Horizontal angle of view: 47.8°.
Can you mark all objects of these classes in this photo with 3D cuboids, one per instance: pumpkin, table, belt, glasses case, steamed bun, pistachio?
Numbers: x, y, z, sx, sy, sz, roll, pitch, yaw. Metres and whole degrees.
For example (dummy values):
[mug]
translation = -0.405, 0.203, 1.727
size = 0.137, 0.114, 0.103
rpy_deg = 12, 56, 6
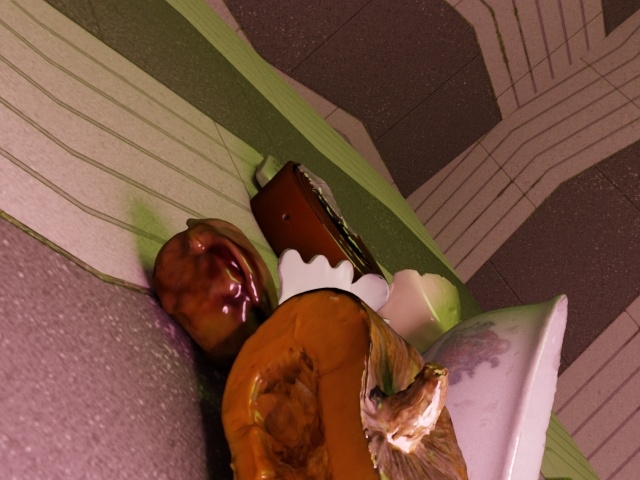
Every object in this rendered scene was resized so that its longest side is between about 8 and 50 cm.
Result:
[pumpkin]
translation = 0.053, 0.208, 0.675
size = 0.232, 0.242, 0.325
rpy_deg = 35, 33, -33
[table]
translation = -0.010, 0.101, 1.020
size = 0.198, 0.166, 0.167
rpy_deg = 13, 39, -58
[belt]
translation = 0.000, 0.000, 1.398
size = 0.339, 0.122, 0.217
rpy_deg = 55, 14, 20
[glasses case]
translation = -0.105, -0.142, 1.601
size = 0.074, 0.049, 0.193
rpy_deg = 48, 14, -13
[steamed bun]
translation = 0.115, 0.134, 1.167
size = 0.170, 0.225, 0.200
rpy_deg = 48, 14, -11
[pistachio]
translation = -0.111, 0.069, 0.825
size = 0.210, 0.130, 0.165
rpy_deg = 58, -25, 14

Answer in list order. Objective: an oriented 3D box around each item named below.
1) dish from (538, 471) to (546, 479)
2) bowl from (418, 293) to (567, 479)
[dish]
translation = 0.308, 0.395, 1.389
size = 0.316, 0.106, 0.316
rpy_deg = 48, 10, -11
[bowl]
translation = 0.197, 0.264, 0.988
size = 0.195, 0.435, 0.435
rpy_deg = 11, -5, 24
